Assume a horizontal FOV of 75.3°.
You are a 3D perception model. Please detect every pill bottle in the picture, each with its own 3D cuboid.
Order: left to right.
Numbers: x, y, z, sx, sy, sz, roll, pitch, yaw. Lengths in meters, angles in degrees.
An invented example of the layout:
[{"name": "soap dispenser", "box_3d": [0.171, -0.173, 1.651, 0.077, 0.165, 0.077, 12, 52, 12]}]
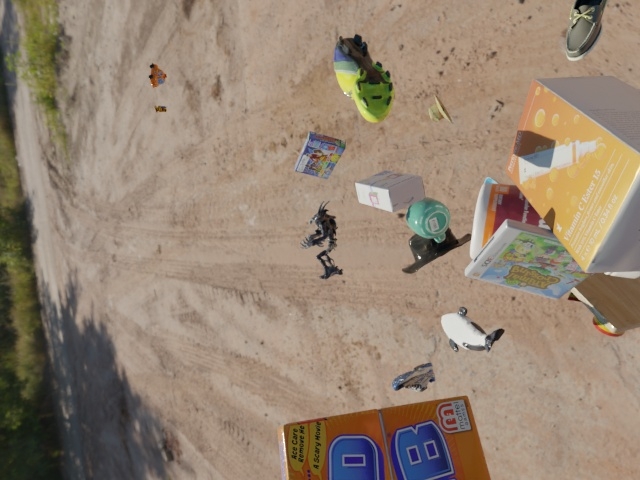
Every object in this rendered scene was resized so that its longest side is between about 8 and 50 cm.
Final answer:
[{"name": "pill bottle", "box_3d": [0.619, -0.026, 1.103, 0.393, 0.224, 0.223, 9, 106, 23]}]

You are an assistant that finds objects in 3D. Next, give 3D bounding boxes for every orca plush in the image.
[{"name": "orca plush", "box_3d": [0.515, 0.297, 1.369, 0.287, 0.102, 0.151, 143, 134, -71]}]

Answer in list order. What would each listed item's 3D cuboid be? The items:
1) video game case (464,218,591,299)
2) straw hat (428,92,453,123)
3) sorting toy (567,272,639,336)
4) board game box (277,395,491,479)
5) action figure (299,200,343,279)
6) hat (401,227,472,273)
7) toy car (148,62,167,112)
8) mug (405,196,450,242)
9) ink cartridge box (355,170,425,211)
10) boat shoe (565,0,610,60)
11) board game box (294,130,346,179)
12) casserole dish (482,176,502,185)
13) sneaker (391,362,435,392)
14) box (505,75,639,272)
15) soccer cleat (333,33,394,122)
[{"name": "video game case", "box_3d": [0.437, 0.046, 0.850, 0.193, 0.213, 0.023, 103, -178, -55]}, {"name": "straw hat", "box_3d": [0.467, -0.514, 1.663, 0.061, 0.144, 0.144, -30, 73, 27]}, {"name": "sorting toy", "box_3d": [0.923, 0.180, 1.308, 0.257, 0.256, 0.089, -111, 14, -48]}, {"name": "board game box", "box_3d": [0.112, 0.538, 0.843, 0.356, 0.357, 0.356, 107, 156, -64]}, {"name": "action figure", "box_3d": [0.000, 0.000, 1.506, 0.141, 0.164, 0.275, -9, 92, 20]}, {"name": "hat", "box_3d": [0.471, 0.011, 1.778, 0.331, 0.331, 0.133, -32, 88, 49]}, {"name": "toy car", "box_3d": [-0.421, -0.401, 1.097, 0.122, 0.041, 0.060, 103, 164, -55]}, {"name": "mug", "box_3d": [0.373, -0.067, 1.374, 0.129, 0.158, 0.097, -67, 19, 11]}, {"name": "ink cartridge box", "box_3d": [0.146, -0.107, 0.878, 0.122, 0.089, 0.052, 28, 138, 57]}, {"name": "boat shoe", "box_3d": [0.885, -0.754, 1.379, 0.109, 0.091, 0.304, 19, 87, 49]}, {"name": "board game box", "box_3d": [-0.005, -0.307, 1.525, 0.201, 0.136, 0.035, 127, 152, -59]}, {"name": "casserole dish", "box_3d": [0.637, -0.164, 1.522, 0.188, 0.037, 0.114, -82, -2, -67]}, {"name": "sneaker", "box_3d": [0.237, 0.350, 1.026, 0.052, 0.135, 0.058, -41, 66, 55]}, {"name": "box", "box_3d": [0.507, -0.135, 0.750, 0.345, 0.169, 0.214, -94, 2, -52]}, {"name": "soccer cleat", "box_3d": [0.099, -0.363, 0.974, 0.121, 0.094, 0.289, 94, 162, -56]}]
